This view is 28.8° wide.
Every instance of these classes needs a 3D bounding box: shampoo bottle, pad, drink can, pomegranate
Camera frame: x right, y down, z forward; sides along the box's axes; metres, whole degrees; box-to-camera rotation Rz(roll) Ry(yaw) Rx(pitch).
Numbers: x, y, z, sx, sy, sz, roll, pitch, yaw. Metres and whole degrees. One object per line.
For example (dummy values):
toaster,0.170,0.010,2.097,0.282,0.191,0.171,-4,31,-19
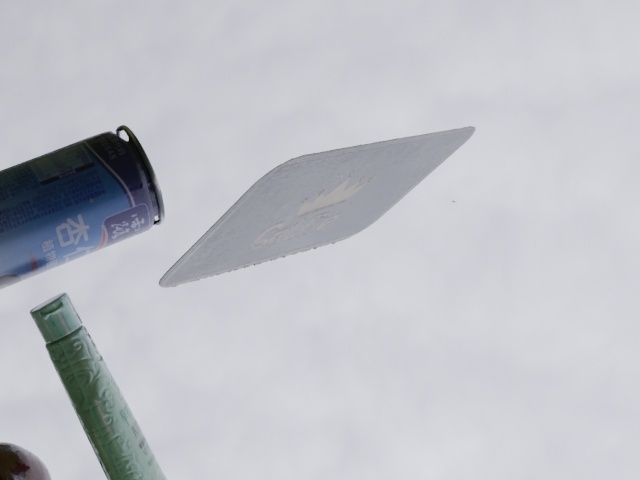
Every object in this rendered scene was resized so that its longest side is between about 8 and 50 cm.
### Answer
shampoo bottle,-0.185,0.135,1.037,0.041,0.191,0.069,-23,-171,11
pad,-0.001,0.000,1.380,0.315,0.375,0.063,-41,-107,38
drink can,-0.254,-0.013,1.027,0.235,0.097,0.097,-24,-146,-20
pomegranate,-0.349,0.273,1.324,0.129,0.129,0.159,-51,-160,-7
